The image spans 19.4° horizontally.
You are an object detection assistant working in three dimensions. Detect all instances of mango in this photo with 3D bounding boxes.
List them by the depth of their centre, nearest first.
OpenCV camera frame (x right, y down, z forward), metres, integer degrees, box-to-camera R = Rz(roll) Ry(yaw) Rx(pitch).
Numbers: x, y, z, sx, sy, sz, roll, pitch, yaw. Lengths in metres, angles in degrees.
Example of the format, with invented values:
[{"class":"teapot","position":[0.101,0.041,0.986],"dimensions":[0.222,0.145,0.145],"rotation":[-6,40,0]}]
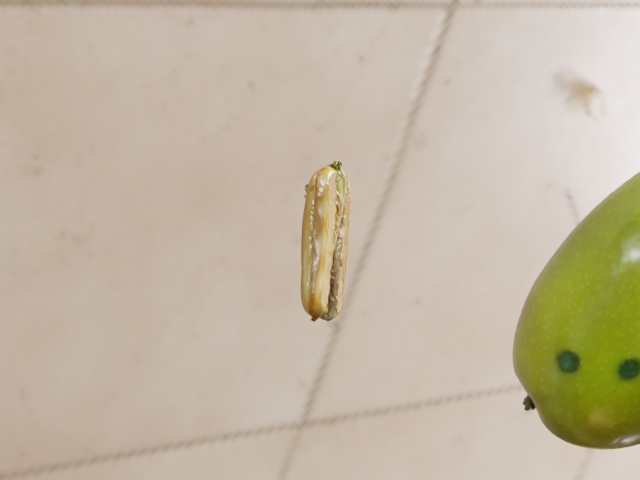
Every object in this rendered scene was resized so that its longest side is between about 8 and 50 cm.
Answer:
[{"class":"mango","position":[0.272,0.037,1.480],"dimensions":[0.175,0.143,0.293],"rotation":[37,98,-23]}]

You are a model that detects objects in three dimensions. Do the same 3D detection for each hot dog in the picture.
[{"class":"hot dog","position":[0.000,0.000,0.958],"dimensions":[0.037,0.021,0.083],"rotation":[27,66,-62]}]
